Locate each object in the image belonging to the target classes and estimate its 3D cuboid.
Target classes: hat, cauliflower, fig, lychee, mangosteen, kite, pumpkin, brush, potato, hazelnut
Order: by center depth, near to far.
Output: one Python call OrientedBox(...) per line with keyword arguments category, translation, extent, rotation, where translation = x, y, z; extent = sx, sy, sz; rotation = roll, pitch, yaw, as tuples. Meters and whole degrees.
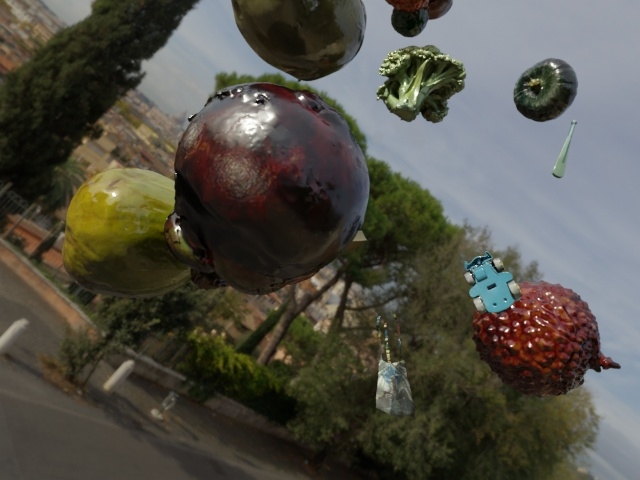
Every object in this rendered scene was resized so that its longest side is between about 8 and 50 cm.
OrientedBox(category="mangosteen", translation=(-0.104, -0.093, 1.018), extent=(0.381, 0.381, 0.421), rotation=(43, -44, 1))
OrientedBox(category="potato", translation=(-0.041, -0.474, 1.111), extent=(0.221, 0.243, 0.326), rotation=(29, -6, 39))
OrientedBox(category="fig", translation=(-0.427, -0.007, 1.283), extent=(0.343, 0.343, 0.343), rotation=(43, -1, 1))
OrientedBox(category="kite", translation=(0.222, 0.376, 1.617), extent=(0.015, 0.309, 0.169), rotation=(1, -6, -34))
OrientedBox(category="cauliflower", translation=(0.325, -0.497, 1.791), extent=(0.261, 0.280, 0.327), rotation=(22, -17, -38))
OrientedBox(category="hat", translation=(0.286, -0.895, 1.792), extent=(0.285, 0.285, 0.400), rotation=(42, -18, 13))
OrientedBox(category="pumpkin", translation=(0.755, -0.508, 1.799), extent=(0.212, 0.211, 0.152), rotation=(42, 17, 33))
OrientedBox(category="lychee", translation=(0.784, 0.352, 1.886), extent=(0.500, 0.424, 0.424), rotation=(17, -17, 36))
OrientedBox(category="hazelnut", translation=(0.419, -0.893, 1.973), extent=(0.143, 0.143, 0.154), rotation=(41, 3, 41))
OrientedBox(category="brush", translation=(0.085, 0.010, 2.164), extent=(0.197, 0.123, 0.059), rotation=(-2, 62, -46))

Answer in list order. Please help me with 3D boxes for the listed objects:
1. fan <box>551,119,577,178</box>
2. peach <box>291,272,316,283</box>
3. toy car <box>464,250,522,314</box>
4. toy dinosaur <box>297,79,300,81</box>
OrientedBox(category="fan", translation=(0.751, -0.282, 1.634), extent=(0.038, 0.193, 0.016), rotation=(21, -8, -9))
OrientedBox(category="peach", translation=(-0.129, -0.048, 1.961), extent=(0.310, 0.335, 0.405), rotation=(-39, -111, 48))
OrientedBox(category="toy car", translation=(0.467, 0.120, 1.468), extent=(0.161, 0.126, 0.098), rotation=(65, 16, 19))
OrientedBox(category="toy dinosaur", translation=(-0.074, -0.545, 1.703), extent=(0.062, 0.021, 0.083), rotation=(60, -24, 4))
